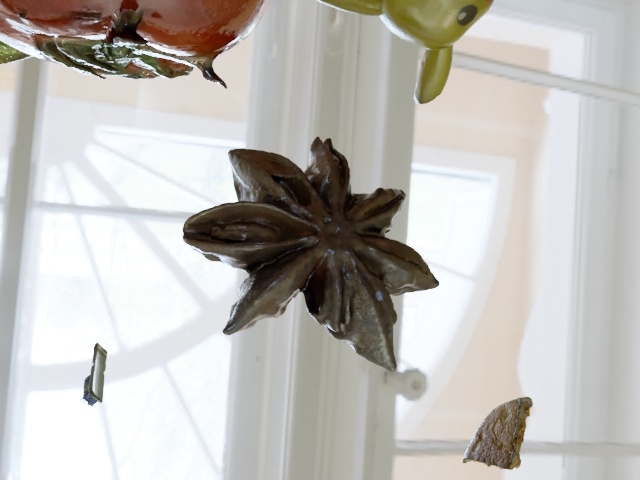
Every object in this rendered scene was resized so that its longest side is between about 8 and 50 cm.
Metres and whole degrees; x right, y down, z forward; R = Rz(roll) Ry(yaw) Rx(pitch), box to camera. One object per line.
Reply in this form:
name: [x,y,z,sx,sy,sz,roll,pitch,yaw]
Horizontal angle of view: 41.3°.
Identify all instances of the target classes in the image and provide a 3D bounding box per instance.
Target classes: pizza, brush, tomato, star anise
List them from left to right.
brush: [-0.382,0.227,1.441,0.033,0.030,0.178,43,-173,-22]
tomato: [-0.159,-0.238,0.683,0.256,0.224,0.256,2,-174,0]
star anise: [-0.002,0.017,0.968,0.315,0.315,0.108,6,157,-26]
pizza: [0.323,0.353,1.499,0.041,0.178,0.131,26,-167,-24]

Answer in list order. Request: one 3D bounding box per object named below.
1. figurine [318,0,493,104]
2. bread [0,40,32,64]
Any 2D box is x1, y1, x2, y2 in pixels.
figurine: [0.146,-0.361,1.044,0.218,0.326,0.169,29,177,-19]
bread: [-0.529,-0.412,1.453,0.236,0.070,0.236,-9,136,-9]
